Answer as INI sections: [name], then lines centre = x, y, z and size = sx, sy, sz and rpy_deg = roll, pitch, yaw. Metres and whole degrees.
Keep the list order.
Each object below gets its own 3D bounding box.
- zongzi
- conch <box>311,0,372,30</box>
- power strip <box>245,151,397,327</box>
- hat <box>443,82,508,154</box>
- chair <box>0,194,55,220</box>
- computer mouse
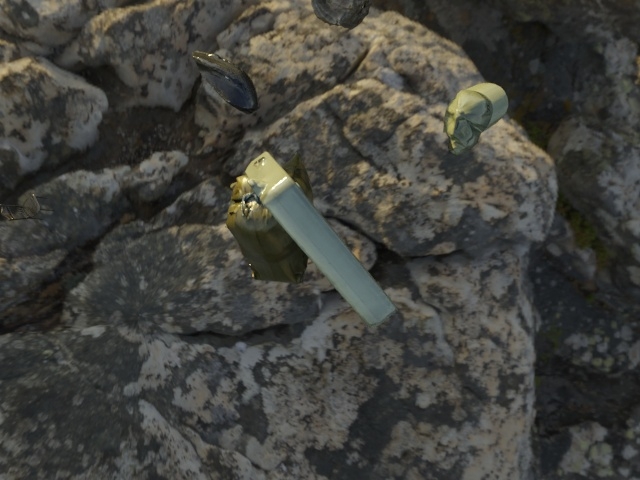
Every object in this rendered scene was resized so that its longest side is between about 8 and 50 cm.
[zongzi]
centre = -0.072, -0.093, 1.130
size = 0.125, 0.251, 0.274
rpy_deg = 6, 66, 8
[conch]
centre = 0.051, -0.553, 1.450
size = 0.163, 0.245, 0.178
rpy_deg = 22, 107, 29
[power strip]
centre = 0.000, 0.000, 0.827
size = 0.046, 0.118, 0.270
rpy_deg = -39, 120, 3
[hat]
centre = 0.336, -0.271, 1.436
size = 0.166, 0.081, 0.122
rpy_deg = -28, 89, -13
[chair]
centre = -0.521, -0.058, 1.190
size = 0.042, 0.086, 0.037
rpy_deg = -40, 75, 22
[computer mouse]
centre = -0.145, -0.259, 1.054
size = 0.135, 0.079, 0.047
rpy_deg = 43, 110, -5
